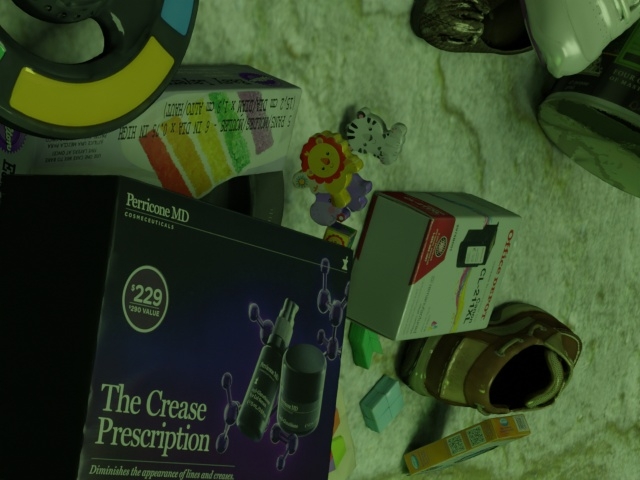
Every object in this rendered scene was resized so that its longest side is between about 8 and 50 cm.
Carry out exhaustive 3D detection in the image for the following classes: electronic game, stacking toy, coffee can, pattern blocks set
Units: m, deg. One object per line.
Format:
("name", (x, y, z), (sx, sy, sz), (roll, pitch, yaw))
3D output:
("electronic game", (-0.153, -0.174, 0.789), (0.229, 0.048, 0.229), (-3, 93, -51))
("stacking toy", (0.000, 0.000, 1.124), (0.167, 0.052, 0.221), (-40, 151, -67))
("coffee can", (0.385, -0.201, 1.425), (0.275, 0.202, 0.201), (-58, 146, -10))
("pattern blocks set", (-0.032, 0.224, 1.290), (0.324, 0.026, 0.285), (-53, 145, -18))

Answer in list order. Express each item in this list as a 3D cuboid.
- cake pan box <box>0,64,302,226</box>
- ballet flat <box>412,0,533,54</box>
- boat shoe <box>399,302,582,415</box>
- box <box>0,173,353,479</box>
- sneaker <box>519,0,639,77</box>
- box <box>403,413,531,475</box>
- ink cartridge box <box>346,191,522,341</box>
("cake pan box", (-0.136, -0.001, 0.963), (0.267, 0.070, 0.245), (-9, 120, -51))
("ballet flat", (0.178, -0.210, 1.264), (0.250, 0.058, 0.084), (-10, 120, -51))
("boat shoe", (0.216, 0.146, 1.492), (0.324, 0.120, 0.122), (1, 110, -54))
("box", (-0.093, 0.071, 0.873), (0.261, 0.103, 0.184), (17, 75, -56))
("sneaker", (0.279, -0.264, 1.239), (0.114, 0.152, 0.305), (59, 44, -28))
("box", (0.157, 0.230, 1.496), (0.081, 0.136, 0.028), (5, 63, -55))
("ink cartridge box", (0.111, 0.022, 1.311), (0.175, 0.072, 0.127), (-2, 112, -53))
